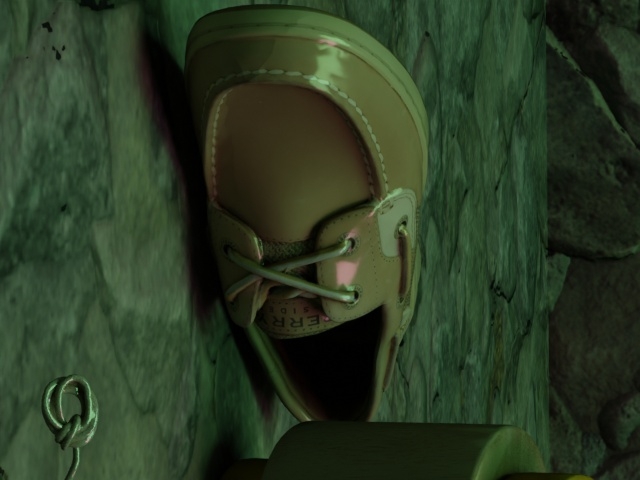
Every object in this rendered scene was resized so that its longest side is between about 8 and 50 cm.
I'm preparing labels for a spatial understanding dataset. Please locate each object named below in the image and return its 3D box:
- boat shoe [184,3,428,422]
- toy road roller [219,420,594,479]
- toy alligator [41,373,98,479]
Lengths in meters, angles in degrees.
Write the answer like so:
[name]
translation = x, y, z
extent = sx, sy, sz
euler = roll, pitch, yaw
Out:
[boat shoe]
translation = 0.000, 0.000, 1.038
extent = 0.341, 0.122, 0.110
euler = 70, 24, -58
[toy road roller]
translation = 0.075, 0.267, 1.082
extent = 0.241, 0.203, 0.329
euler = 8, 82, -61
[toy alligator]
translation = -0.109, 0.149, 0.759
extent = 0.051, 0.056, 0.189
euler = -12, -105, 61
